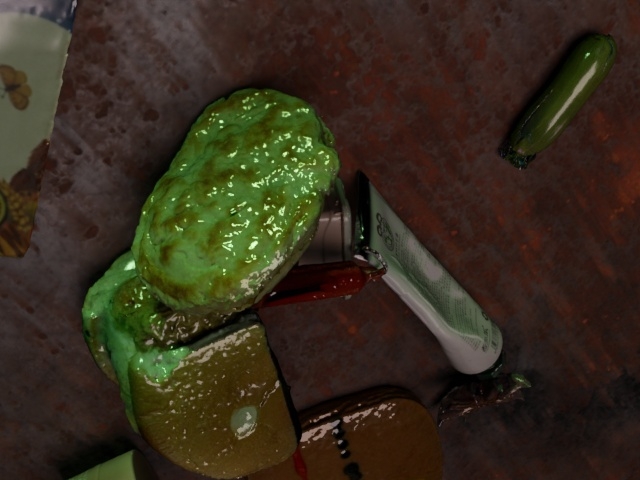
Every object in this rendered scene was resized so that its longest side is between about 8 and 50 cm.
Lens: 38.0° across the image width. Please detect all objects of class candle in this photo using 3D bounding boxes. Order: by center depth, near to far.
[{"bbox_3d":[-0.001,0.037,0.951,0.162,0.053,0.048,-8,83,-31],"label":"candle"}]

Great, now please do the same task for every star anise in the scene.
[{"bbox_3d":[0.216,0.210,1.254,0.141,0.042,0.141,-14,156,-7],"label":"star anise"}]

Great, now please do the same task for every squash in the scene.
[{"bbox_3d":[0.274,-0.159,1.070,0.052,0.052,0.183,26,111,-31],"label":"squash"}]

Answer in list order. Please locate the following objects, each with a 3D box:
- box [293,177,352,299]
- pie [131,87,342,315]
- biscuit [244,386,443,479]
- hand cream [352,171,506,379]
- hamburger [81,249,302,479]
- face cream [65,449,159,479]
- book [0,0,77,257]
[{"bbox_3d":[0.000,0.000,1.043,0.062,0.089,0.122,-5,121,-5],"label":"box"},{"bbox_3d":[-0.072,-0.034,0.905,0.248,0.201,0.090,-62,143,-19],"label":"pie"},{"bbox_3d":[0.037,0.327,1.270,0.277,0.052,0.262,-14,123,-12],"label":"biscuit"},{"bbox_3d":[0.132,0.063,1.118,0.076,0.121,0.336,-22,132,24],"label":"hand cream"},{"bbox_3d":[-0.145,0.132,1.016,0.192,0.167,0.288,-19,123,-8],"label":"hamburger"},{"bbox_3d":[-0.242,0.340,1.117,0.104,0.149,0.149,-25,125,-4],"label":"face cream"},{"bbox_3d":[-0.377,-0.185,0.820,0.300,0.039,0.428,7,117,-23],"label":"book"}]
